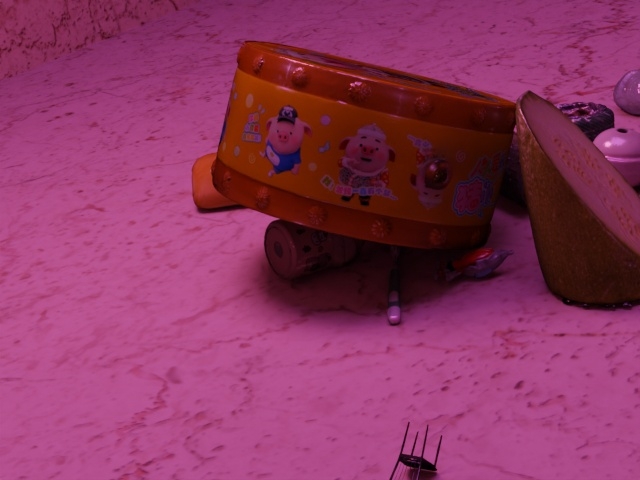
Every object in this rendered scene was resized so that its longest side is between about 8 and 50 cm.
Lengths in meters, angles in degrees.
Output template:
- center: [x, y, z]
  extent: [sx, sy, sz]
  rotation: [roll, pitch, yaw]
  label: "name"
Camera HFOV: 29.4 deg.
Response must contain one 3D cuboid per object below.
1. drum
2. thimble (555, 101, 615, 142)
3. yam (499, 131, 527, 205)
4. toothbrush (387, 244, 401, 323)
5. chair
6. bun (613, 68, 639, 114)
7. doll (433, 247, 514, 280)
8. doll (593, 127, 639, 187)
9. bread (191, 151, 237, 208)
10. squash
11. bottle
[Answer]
- center: [0.065, -0.140, 1.749]
  extent: [0.431, 0.214, 0.431]
  rotation: [12, 10, -2]
  label: "drum"
- center: [0.426, -0.177, 2.039]
  extent: [0.135, 0.090, 0.118]
  rotation: [9, 26, 43]
  label: "thimble"
- center: [0.308, -0.114, 1.916]
  extent: [0.107, 0.107, 0.183]
  rotation: [-16, 25, -15]
  label: "yam"
- center: [0.104, 0.053, 1.705]
  extent: [0.018, 0.024, 0.257]
  rotation: [-7, 23, 7]
  label: "toothbrush"
- center: [0.097, 0.233, 1.254]
  extent: [0.037, 0.042, 0.086]
  rotation: [4, 61, 32]
  label: "chair"
- center: [0.606, -0.282, 2.231]
  extent: [0.141, 0.083, 0.141]
  rotation: [-11, 23, 5]
  label: "bun"
- center: [0.213, 0.033, 1.685]
  extent: [0.114, 0.039, 0.057]
  rotation: [-12, -7, 16]
  label: "doll"
- center: [0.521, -0.103, 1.815]
  extent: [0.160, 0.094, 0.365]
  rotation: [-13, 22, -15]
  label: "doll"
- center: [-0.081, -0.122, 2.127]
  extent: [0.305, 0.091, 0.142]
  rotation: [-6, 17, 7]
  label: "bread"
- center: [0.356, -0.064, 1.567]
  extent: [0.189, 0.260, 0.189]
  rotation: [-9, 19, 3]
  label: "squash"
- center: [0.001, 0.001, 1.792]
  extent: [0.152, 0.098, 0.099]
  rotation: [-15, 22, -31]
  label: "bottle"
